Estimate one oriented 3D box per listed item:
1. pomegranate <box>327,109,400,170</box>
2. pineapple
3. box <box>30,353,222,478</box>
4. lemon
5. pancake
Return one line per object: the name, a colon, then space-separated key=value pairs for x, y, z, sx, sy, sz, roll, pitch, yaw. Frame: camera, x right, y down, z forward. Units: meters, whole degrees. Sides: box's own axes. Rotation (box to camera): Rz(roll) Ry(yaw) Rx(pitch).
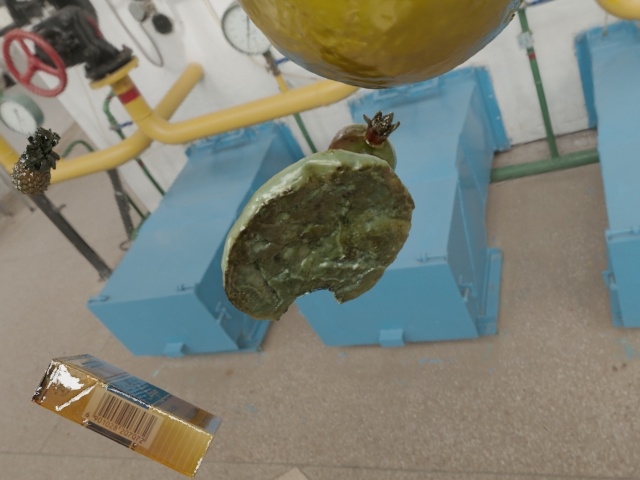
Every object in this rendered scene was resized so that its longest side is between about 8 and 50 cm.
pomegranate: x=0.079 y=-0.146 z=1.012 sx=0.129 sy=0.129 sz=0.159 roll=-44 pitch=6 yaw=-19
pineapple: x=-0.515 y=-0.146 z=1.061 sx=0.159 sy=0.074 sz=0.074 roll=-41 pitch=21 yaw=44
box: x=-0.262 y=0.242 z=0.827 sx=0.070 sy=0.237 sz=0.152 roll=-62 pitch=0 yaw=-10
lemon: x=0.050 y=-0.269 z=0.484 sx=0.297 sy=0.297 sz=0.297 roll=-20 pitch=36 yaw=15
pancake: x=0.000 y=0.000 z=0.692 sx=0.254 sy=0.253 sz=0.037 roll=-31 pitch=47 yaw=-1
